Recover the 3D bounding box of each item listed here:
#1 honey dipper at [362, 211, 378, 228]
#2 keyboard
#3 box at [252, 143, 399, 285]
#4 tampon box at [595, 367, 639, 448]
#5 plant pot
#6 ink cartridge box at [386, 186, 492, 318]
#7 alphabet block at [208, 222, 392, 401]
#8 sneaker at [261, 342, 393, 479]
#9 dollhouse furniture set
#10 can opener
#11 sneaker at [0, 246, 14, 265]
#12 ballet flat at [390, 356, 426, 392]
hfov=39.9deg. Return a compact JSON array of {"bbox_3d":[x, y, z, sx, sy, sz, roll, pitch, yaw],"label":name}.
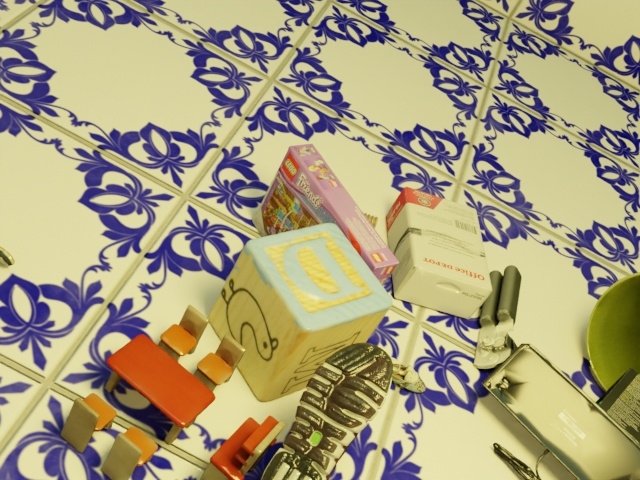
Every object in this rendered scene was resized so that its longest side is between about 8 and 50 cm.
[{"bbox_3d":[0.037,-0.059,1.788,0.161,0.030,0.030,18,41,-7],"label":"honey dipper"},{"bbox_3d":[0.404,0.348,1.517,0.201,0.033,0.317,-41,71,-12],"label":"keyboard"},{"bbox_3d":[0.000,0.000,1.567,0.057,0.201,0.293,-11,55,-38],"label":"box"},{"bbox_3d":[0.542,0.333,1.610,0.101,0.120,0.161,45,42,17],"label":"tampon box"},{"bbox_3d":[0.731,0.207,1.776,0.293,0.275,0.275,8,42,-46],"label":"plant pot"},{"bbox_3d":[0.232,0.023,1.760,0.172,0.100,0.237,17,41,-16],"label":"ink cartridge box"},{"bbox_3d":[-0.036,0.113,1.432,0.193,0.197,0.192,-11,54,-39],"label":"alphabet block"},{"bbox_3d":[0.003,0.283,1.291,0.106,0.162,0.281,33,68,12],"label":"sneaker"},{"bbox_3d":[-0.188,0.234,1.261,0.259,0.135,0.262,38,40,9],"label":"dollhouse furniture set"},{"bbox_3d":[0.354,0.161,1.730,0.093,0.074,0.280,54,33,-27],"label":"can opener"},{"bbox_3d":[-0.517,0.023,1.369,0.083,0.032,0.037,27,53,4],"label":"sneaker"},{"bbox_3d":[0.139,0.229,1.538,0.114,0.041,0.041,27,40,-5],"label":"ballet flat"}]
